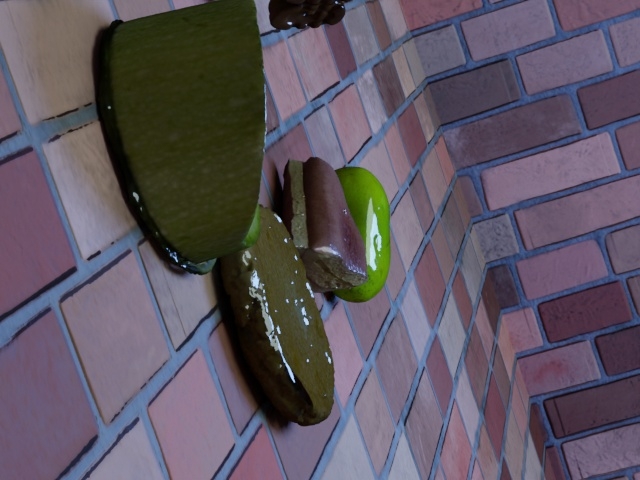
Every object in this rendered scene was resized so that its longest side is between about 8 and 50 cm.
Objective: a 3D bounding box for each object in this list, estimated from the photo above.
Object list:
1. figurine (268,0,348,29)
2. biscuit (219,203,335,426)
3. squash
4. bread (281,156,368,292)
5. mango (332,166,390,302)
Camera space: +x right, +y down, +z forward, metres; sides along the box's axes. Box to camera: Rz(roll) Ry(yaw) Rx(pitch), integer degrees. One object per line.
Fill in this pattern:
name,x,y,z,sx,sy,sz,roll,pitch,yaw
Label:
figurine,-0.062,-0.415,1.731,0.186,0.261,0.381,0,68,-31
biscuit,-0.040,0.067,1.485,0.226,0.042,0.226,-19,90,-78
squash,-0.086,-0.089,1.319,0.220,0.133,0.220,-15,90,-84
bread,-0.001,0.000,1.692,0.119,0.067,0.192,59,16,-25
mango,0.036,-0.006,1.846,0.117,0.089,0.163,62,26,-71
